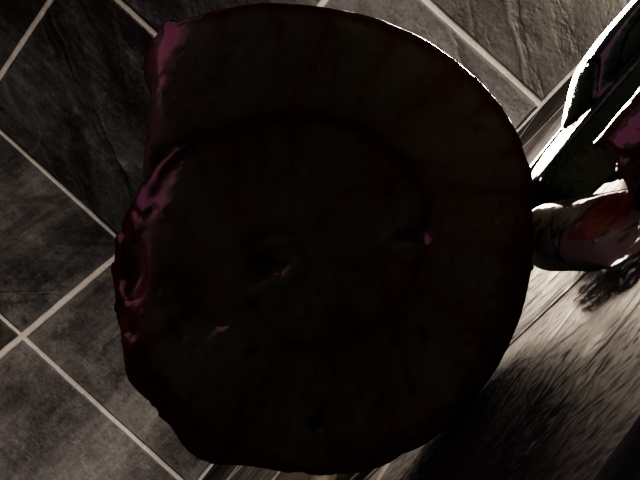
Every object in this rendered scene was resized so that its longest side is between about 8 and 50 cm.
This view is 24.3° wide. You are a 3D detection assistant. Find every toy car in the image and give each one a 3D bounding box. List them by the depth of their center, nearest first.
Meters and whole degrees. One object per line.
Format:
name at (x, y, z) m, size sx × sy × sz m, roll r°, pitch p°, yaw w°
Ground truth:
toy car at (0.276, -0.149, 1.193) m, size 0.321 × 0.097 × 0.141 m, roll -48°, pitch -1°, yaw -5°

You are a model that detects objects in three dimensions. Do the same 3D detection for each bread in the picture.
bread at (0.003, 0.003, 1.062) m, size 0.114 × 0.295 × 0.328 m, roll 133°, pitch 145°, yaw -77°

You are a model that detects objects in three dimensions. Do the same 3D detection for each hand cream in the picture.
hand cream at (0.188, -0.005, 1.025) m, size 0.080 × 0.050 × 0.234 m, roll -44°, pitch 5°, yaw -9°

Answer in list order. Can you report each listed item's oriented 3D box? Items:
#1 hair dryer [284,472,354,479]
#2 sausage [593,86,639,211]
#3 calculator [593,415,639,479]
hair dryer at (0.005, 0.196, 1.215) m, size 0.082 × 0.047 × 0.137 m, roll -47°, pitch 6°, yaw 21°
sausage at (0.273, -0.129, 0.854) m, size 0.302 × 0.076 × 0.103 m, roll -49°, pitch 4°, yaw 23°
calculator at (0.133, 0.058, 0.428) m, size 0.177 × 0.040 × 0.268 m, roll -45°, pitch -3°, yaw 39°
